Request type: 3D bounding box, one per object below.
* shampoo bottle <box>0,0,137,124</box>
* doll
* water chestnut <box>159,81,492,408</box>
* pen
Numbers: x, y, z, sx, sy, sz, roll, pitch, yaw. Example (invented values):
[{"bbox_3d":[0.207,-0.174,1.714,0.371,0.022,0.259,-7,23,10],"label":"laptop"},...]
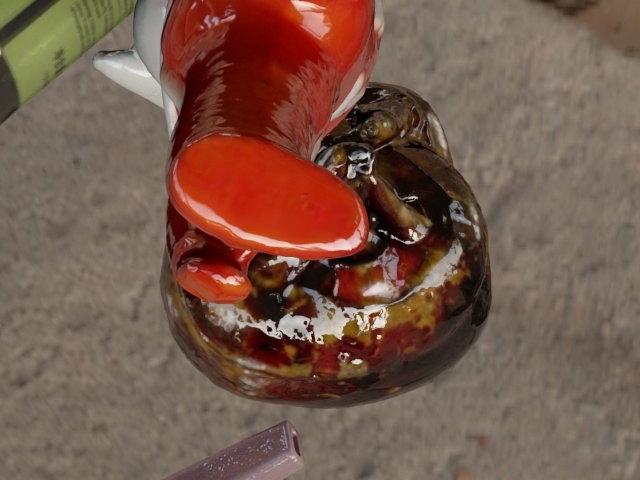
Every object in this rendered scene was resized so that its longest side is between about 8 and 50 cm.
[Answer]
[{"bbox_3d":[-0.092,-0.173,0.921,0.101,0.101,0.284,39,70,19],"label":"shampoo bottle"},{"bbox_3d":[-0.017,-0.074,0.656,0.099,0.384,0.188,20,92,-10],"label":"doll"},{"bbox_3d":[0.000,0.000,1.557,0.289,0.244,0.289,-13,29,7],"label":"water chestnut"},{"bbox_3d":[-0.101,0.198,1.471,0.197,0.032,0.053,-28,40,14],"label":"pen"}]
